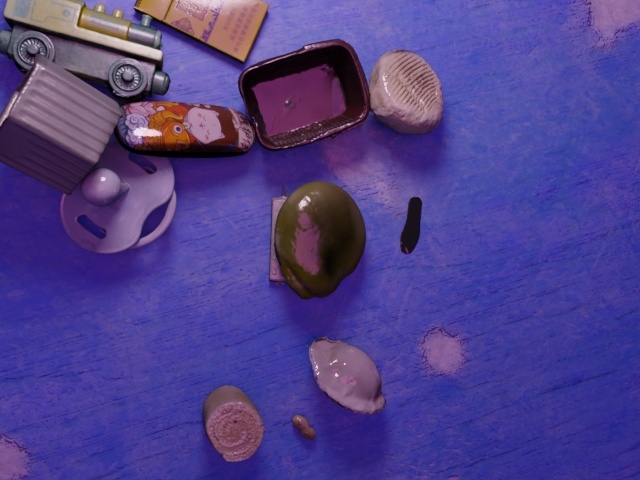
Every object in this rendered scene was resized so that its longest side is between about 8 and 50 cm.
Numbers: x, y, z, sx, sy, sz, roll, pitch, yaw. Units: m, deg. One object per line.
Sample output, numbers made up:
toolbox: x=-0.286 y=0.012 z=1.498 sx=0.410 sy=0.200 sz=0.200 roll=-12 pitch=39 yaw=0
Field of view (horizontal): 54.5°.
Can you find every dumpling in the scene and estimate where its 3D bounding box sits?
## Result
dumpling: x=0.061 y=0.352 z=1.549 sx=0.247 sy=0.172 sz=0.142 roll=38 pitch=117 yaw=-6

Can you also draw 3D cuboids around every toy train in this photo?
toy train: x=-0.509 y=-0.441 z=1.383 sx=0.369 sy=0.150 sz=0.237 roll=13 pitch=86 yaw=-14

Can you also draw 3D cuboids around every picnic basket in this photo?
picnic basket: x=-0.041 y=-0.340 z=1.489 sx=0.297 sy=0.129 sz=0.222 roll=-20 pitch=100 yaw=-9

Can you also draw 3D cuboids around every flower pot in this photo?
flower pot: x=-0.542 y=-0.235 z=1.265 sx=0.190 sy=0.209 sz=0.239 roll=30 pitch=129 yaw=-30

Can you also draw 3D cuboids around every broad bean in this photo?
broad bean: x=0.000 y=0.000 z=1.519 sx=0.238 sy=0.119 sz=0.290 roll=4 pitch=91 yaw=-21

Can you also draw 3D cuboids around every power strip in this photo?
power strip: x=-0.095 y=-0.012 z=1.554 sx=0.060 sy=0.027 sz=0.252 roll=1 pitch=94 yaw=-12

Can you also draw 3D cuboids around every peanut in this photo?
peanut: x=-0.042 y=0.484 z=1.601 sx=0.037 sy=0.037 sz=0.083 roll=-36 pitch=105 yaw=-7

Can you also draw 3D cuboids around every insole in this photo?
insole: x=0.239 y=-0.040 z=1.634 sx=0.053 sy=0.002 sz=0.152 roll=6 pitch=93 yaw=-12

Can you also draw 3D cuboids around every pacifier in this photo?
pacifier: x=-0.453 y=-0.098 z=1.371 sx=0.238 sy=0.226 sz=0.287 roll=40 pitch=89 yaw=3

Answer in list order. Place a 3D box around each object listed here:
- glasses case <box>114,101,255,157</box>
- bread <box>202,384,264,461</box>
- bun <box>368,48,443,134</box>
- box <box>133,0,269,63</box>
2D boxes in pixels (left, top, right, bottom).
glasses case: x=-0.304 y=-0.252 z=1.421 sx=0.321 sy=0.082 sz=0.122 roll=-3 pitch=59 yaw=-30
bread: x=-0.214 y=0.441 z=1.509 sx=0.134 sy=0.141 sz=0.148 roll=-23 pitch=100 yaw=-13
bun: x=0.205 y=-0.356 z=1.534 sx=0.221 sy=0.134 sz=0.220 roll=14 pitch=66 yaw=-32
box: x=-0.278 y=-0.551 z=1.471 sx=0.279 sy=0.041 sz=0.152 roll=24 pitch=91 yaw=-13
